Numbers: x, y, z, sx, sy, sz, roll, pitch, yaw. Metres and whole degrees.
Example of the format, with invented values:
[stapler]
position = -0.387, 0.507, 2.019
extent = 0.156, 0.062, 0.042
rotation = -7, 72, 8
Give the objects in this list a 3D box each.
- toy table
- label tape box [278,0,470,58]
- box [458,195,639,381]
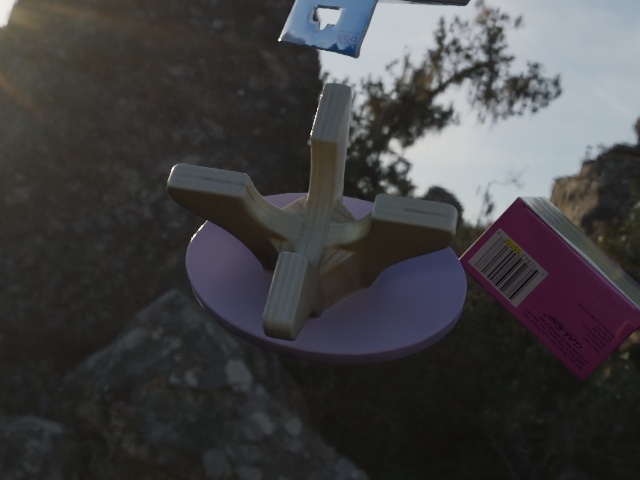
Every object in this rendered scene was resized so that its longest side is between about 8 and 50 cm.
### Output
[toy table]
position = 0.000, 0.000, 0.881
extent = 0.274, 0.252, 0.161
rotation = -1, -30, 3
[label tape box]
position = 0.109, -0.366, 1.157
extent = 0.115, 0.347, 0.249
rotation = 25, 4, -26
[box]
position = 0.319, 0.054, 1.268
extent = 0.213, 0.117, 0.243
rotation = 45, 17, 13
